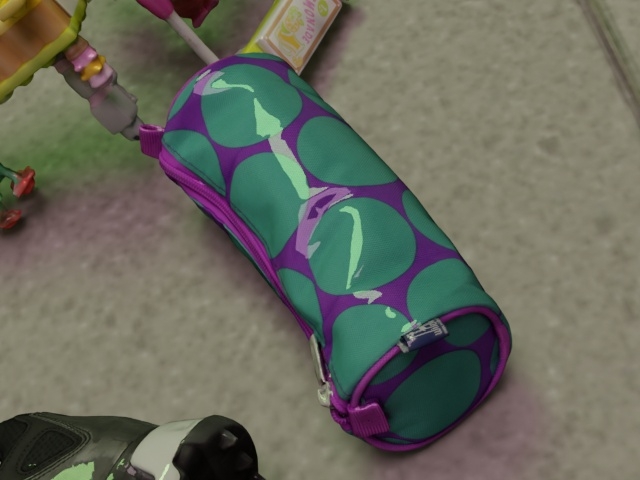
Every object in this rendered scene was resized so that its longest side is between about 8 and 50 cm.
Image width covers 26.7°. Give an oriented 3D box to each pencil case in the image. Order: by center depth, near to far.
[{"bbox_3d":[0.000,0.000,0.480,0.070,0.064,0.152,-24,53,-21],"label":"pencil case"}]

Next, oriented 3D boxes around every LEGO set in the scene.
[{"bbox_3d":[-0.087,-0.076,0.553,0.287,0.107,0.132,-50,25,-12],"label":"LEGO set"}]

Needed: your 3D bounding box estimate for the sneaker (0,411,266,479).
[{"bbox_3d":[-0.108,0.149,0.411,0.106,0.078,0.234,11,58,24],"label":"sneaker"}]
